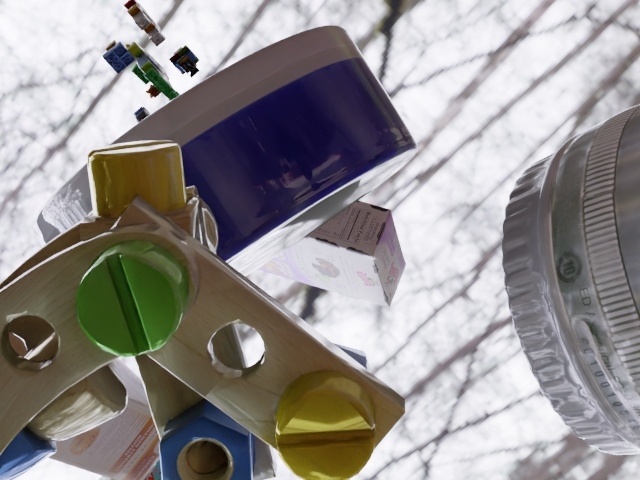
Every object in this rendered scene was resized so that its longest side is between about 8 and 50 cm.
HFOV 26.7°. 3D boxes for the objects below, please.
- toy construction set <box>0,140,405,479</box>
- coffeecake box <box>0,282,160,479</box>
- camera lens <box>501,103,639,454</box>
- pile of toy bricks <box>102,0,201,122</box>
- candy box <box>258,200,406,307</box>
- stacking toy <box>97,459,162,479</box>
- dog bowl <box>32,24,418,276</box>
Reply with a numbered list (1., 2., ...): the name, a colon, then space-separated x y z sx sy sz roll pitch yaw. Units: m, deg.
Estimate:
1. toy construction set: -0.135 -0.039 0.414 0.327 0.215 0.151 65 -173 4
2. coffeecake box: -0.204 0.100 0.998 0.142 0.068 0.185 37 179 30
3. camera lens: 0.273 0.004 0.783 0.219 0.274 0.219 24 -124 -43
4. pile of toy bricks: -0.226 -0.230 1.844 0.212 0.118 0.105 48 -174 -35
5. candy box: 0.000 0.000 1.716 0.196 0.165 0.070 16 -112 17
6. stacking toy: -0.154 0.206 1.082 0.221 0.167 0.052 -44 -72 -27
7. dog bowl: -0.065 -0.036 0.960 0.104 0.265 0.265 56 -143 3
